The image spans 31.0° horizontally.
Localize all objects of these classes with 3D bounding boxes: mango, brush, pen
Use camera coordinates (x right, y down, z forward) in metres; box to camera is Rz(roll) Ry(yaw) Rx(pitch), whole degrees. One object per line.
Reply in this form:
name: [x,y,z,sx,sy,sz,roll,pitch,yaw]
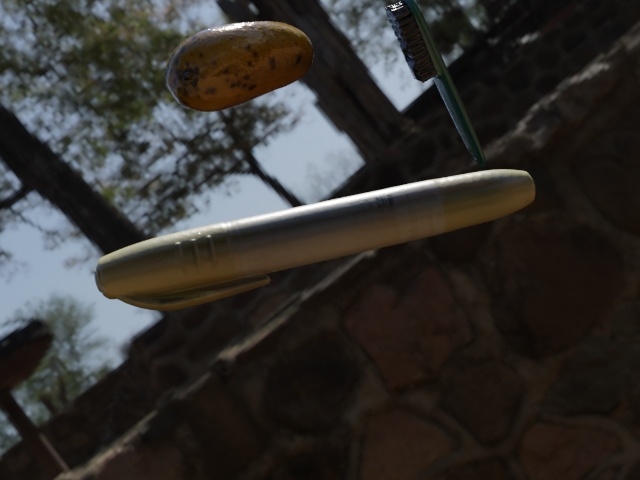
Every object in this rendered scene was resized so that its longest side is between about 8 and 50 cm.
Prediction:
mango: [-0.056,-0.124,0.821,0.114,0.057,0.079,-14,-6,-31]
brush: [0.111,-0.148,1.114,0.032,0.193,0.043,-29,23,-6]
pen: [0.000,0.000,0.597,0.233,0.040,0.032,-12,-11,-5]
